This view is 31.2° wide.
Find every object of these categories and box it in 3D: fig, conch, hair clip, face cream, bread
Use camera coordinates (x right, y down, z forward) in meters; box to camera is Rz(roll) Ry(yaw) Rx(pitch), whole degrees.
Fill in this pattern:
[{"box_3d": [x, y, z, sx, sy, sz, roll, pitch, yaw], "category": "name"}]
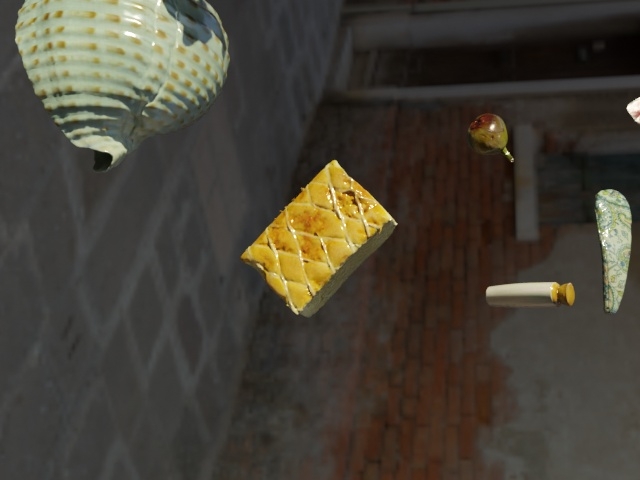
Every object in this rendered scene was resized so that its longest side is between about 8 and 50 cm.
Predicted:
[{"box_3d": [0.323, -0.192, 2.169, 0.098, 0.082, 0.084, 42, 3, -28], "category": "fig"}, {"box_3d": [-0.265, -0.271, 1.635, 0.303, 0.215, 0.319, 36, 34, -31], "category": "conch"}, {"box_3d": [0.489, 0.013, 1.916, 0.036, 0.066, 0.229, 134, -34, -62], "category": "hair clip"}, {"box_3d": [0.436, 0.114, 2.389, 0.072, 0.182, 0.051, 32, 61, -52], "category": "face cream"}, {"box_3d": [-0.001, 0.001, 1.557, 0.125, 0.188, 0.068, 44, -1, 25], "category": "bread"}]

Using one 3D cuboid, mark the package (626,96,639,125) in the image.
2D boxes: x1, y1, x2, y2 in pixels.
[{"box_3d": [0.726, -0.212, 2.245, 0.239, 0.154, 0.030, 55, -11, 25], "category": "package"}]
